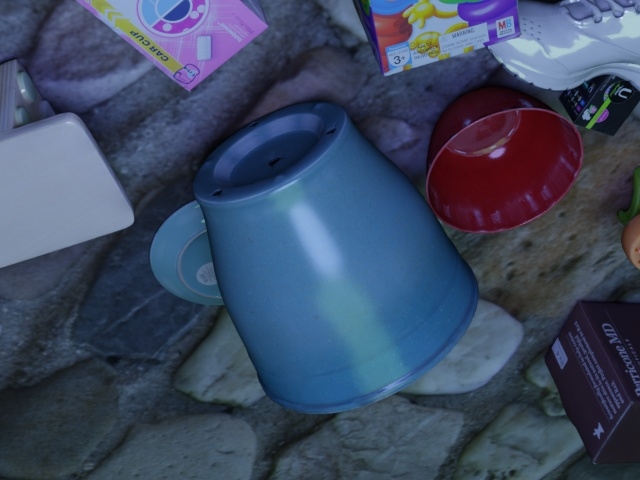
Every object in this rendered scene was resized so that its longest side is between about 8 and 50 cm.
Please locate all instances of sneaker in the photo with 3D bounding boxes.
[{"bbox_3d":[0.302,-0.227,1.248,0.297,0.111,0.129,1,145,-19],"label":"sneaker"}]

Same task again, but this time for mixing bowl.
[{"bbox_3d":[0.193,-0.105,1.356,0.181,0.098,0.181,-9,134,-9],"label":"mixing bowl"}]

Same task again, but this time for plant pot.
[{"bbox_3d":[0.000,0.000,1.297,0.271,0.272,0.255,-24,118,7],"label":"plant pot"}]

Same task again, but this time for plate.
[{"bbox_3d":[-0.109,0.018,1.436,0.188,0.024,0.188,-10,136,-10],"label":"plate"}]

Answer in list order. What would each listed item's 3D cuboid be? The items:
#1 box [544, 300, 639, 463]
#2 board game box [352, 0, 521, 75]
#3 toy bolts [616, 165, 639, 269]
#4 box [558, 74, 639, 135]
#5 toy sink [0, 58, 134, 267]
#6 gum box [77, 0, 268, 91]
[{"bbox_3d":[0.534,0.198,1.695,0.381,0.191,0.143,1,133,-19],"label":"box"},{"bbox_3d":[0.084,-0.313,1.087,0.142,0.144,0.275,-16,135,-1],"label":"board game box"},{"bbox_3d":[0.483,-0.051,1.436,0.218,0.159,0.229,2,132,-4],"label":"toy bolts"},{"bbox_3d":[0.324,-0.171,1.366,0.062,0.052,0.083,12,127,-26],"label":"box"},{"bbox_3d":[-0.321,-0.076,1.204,0.234,0.131,0.153,-18,136,7],"label":"toy sink"},{"bbox_3d":[-0.146,-0.236,1.148,0.107,0.062,0.188,-36,133,18],"label":"gum box"}]
